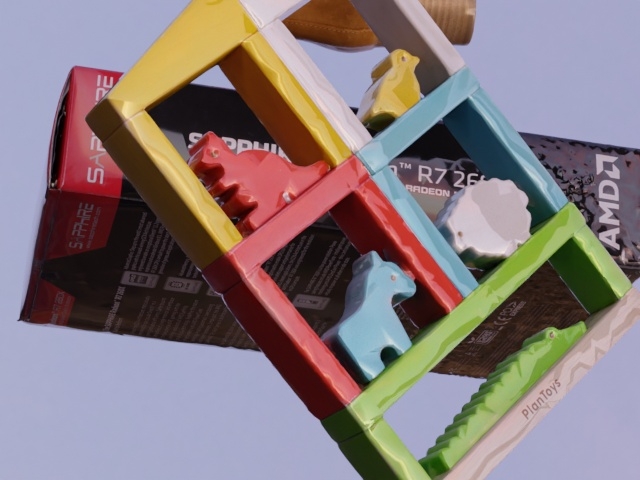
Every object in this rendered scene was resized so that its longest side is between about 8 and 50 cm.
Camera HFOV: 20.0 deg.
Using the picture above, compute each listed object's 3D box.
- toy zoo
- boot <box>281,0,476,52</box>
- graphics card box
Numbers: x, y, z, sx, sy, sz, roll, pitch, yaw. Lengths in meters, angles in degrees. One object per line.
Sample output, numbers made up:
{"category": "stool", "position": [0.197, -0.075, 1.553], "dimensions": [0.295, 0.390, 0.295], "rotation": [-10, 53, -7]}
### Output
{"category": "toy zoo", "position": [0.017, -0.029, 0.884], "dimensions": [0.293, 0.192, 0.030], "rotation": [52, -36, -3]}
{"category": "boot", "position": [0.006, -0.256, 1.457], "dimensions": [0.211, 0.295, 0.104], "rotation": [5, -49, -8]}
{"category": "graphics card box", "position": [0.000, 0.000, 1.186], "dimensions": [0.371, 0.094, 0.233], "rotation": [8, -25, -10]}
